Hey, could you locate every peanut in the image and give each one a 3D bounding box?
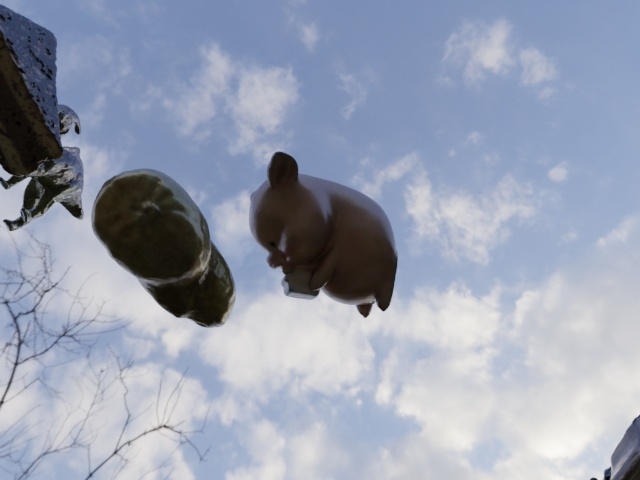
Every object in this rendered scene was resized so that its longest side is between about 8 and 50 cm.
[{"bbox_3d":[-0.194,0.021,0.613,0.122,0.137,0.253,-39,-42,-20],"label":"peanut"}]

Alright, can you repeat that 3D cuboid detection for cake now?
[{"bbox_3d":[-0.469,-0.225,0.669,0.112,0.135,0.246,-22,-113,15],"label":"cake"}]

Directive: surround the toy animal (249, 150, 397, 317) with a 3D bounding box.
[{"bbox_3d":[-0.004,0.000,0.799,0.255,0.195,0.213,17,-109,-17],"label":"toy animal"}]

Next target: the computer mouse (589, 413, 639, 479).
[{"bbox_3d":[0.489,0.290,0.602,0.388,0.115,0.200,-20,-66,-19],"label":"computer mouse"}]

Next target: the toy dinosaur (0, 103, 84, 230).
[{"bbox_3d":[-0.490,-0.112,0.838,0.077,0.162,0.294,40,-42,0],"label":"toy dinosaur"}]
